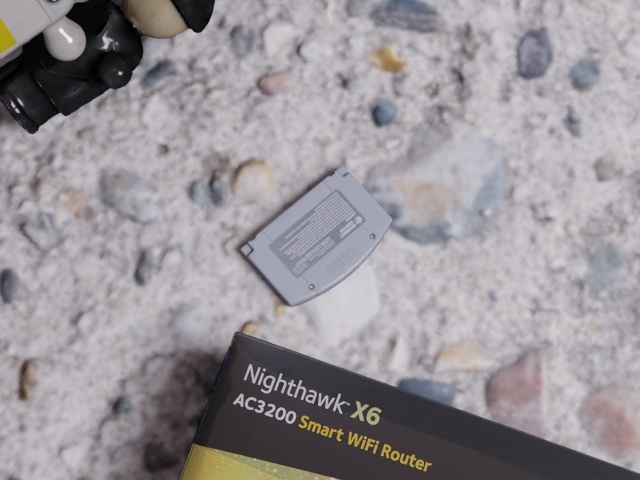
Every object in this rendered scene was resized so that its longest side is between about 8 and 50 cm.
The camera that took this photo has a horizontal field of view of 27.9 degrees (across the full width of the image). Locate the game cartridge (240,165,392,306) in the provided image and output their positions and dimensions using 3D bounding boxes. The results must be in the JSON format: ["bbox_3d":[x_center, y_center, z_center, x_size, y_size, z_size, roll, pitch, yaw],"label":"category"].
[{"bbox_3d":[0.000,0.000,0.786,0.083,0.017,0.056,-39,76,-10],"label":"game cartridge"}]

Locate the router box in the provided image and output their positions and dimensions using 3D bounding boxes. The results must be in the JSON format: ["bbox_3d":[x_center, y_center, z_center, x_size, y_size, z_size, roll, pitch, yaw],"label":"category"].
[{"bbox_3d":[0.056,0.216,0.696,0.309,0.081,0.243,19,75,3],"label":"router box"}]

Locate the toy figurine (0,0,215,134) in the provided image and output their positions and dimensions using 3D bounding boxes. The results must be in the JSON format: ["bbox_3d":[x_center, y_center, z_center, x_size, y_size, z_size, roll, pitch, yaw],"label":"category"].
[{"bbox_3d":[-0.172,-0.186,0.731,0.148,0.209,0.213,-34,80,1],"label":"toy figurine"}]
